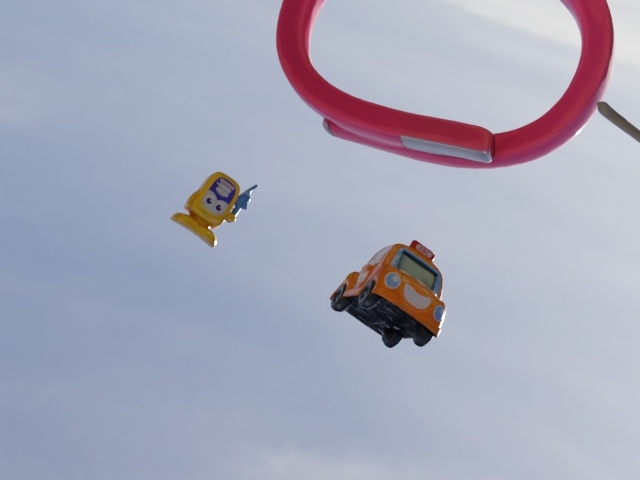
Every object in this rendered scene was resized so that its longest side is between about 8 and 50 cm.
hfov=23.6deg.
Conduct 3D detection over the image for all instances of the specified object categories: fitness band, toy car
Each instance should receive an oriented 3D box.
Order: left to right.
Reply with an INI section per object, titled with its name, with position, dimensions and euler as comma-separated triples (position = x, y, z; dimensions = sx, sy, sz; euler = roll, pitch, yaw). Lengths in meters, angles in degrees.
[toy car]
position = 0.000, 0.000, 0.633
dimensions = 0.122, 0.040, 0.060
euler = 31, 165, 3
[fitness band]
position = 0.105, -0.170, 1.303
dimensions = 0.291, 0.209, 0.054
euler = 16, 164, 19

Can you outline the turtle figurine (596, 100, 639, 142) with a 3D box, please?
[turtle figurine]
position = 0.296, -0.083, 0.878
dimensions = 0.274, 0.198, 0.266
euler = 54, -178, -7
